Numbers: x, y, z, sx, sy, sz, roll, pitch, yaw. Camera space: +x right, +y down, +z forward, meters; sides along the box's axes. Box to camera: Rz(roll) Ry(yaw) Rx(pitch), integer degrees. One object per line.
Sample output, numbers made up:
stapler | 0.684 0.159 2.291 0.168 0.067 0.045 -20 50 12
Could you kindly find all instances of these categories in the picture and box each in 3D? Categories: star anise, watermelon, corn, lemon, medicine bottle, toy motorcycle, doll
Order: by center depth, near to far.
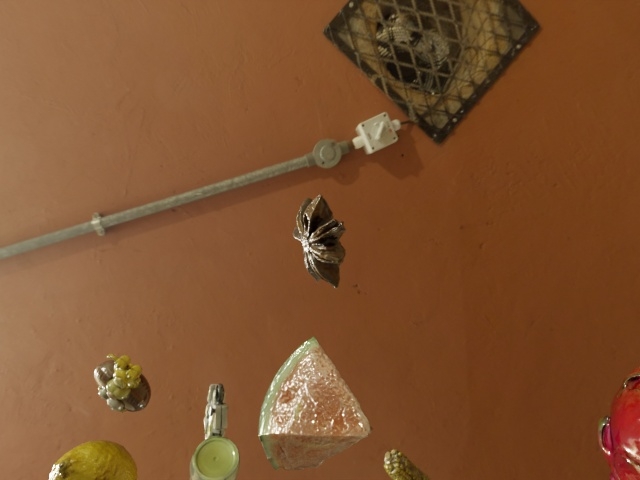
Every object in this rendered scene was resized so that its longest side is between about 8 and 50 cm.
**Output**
doll | -0.457 0.319 0.943 0.145 0.096 0.188 19 -47 15
watermelon | -0.022 0.408 1.042 0.250 0.283 0.293 49 -47 8
medicine bottle | -0.321 0.695 1.259 0.147 0.147 0.143 11 -57 -6
star anise | -0.006 0.006 1.340 0.108 0.315 0.316 -17 -84 -23
lemon | -0.737 0.787 1.352 0.253 0.254 0.311 -18 -50 -4
toy motorcycle | -0.357 0.608 1.416 0.074 0.151 0.229 5 -114 -29
corn | 0.353 0.889 1.534 0.320 0.097 0.097 43 -90 -11

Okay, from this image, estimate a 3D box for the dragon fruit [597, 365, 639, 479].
dragon fruit | 0.422 0.218 0.438 0.193 0.192 0.274 33 -51 24
